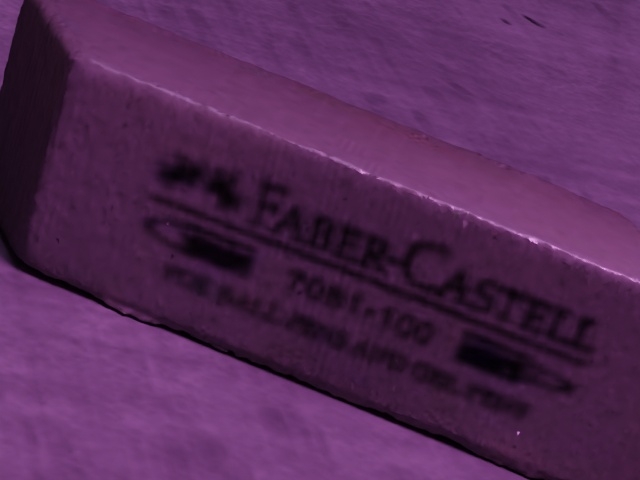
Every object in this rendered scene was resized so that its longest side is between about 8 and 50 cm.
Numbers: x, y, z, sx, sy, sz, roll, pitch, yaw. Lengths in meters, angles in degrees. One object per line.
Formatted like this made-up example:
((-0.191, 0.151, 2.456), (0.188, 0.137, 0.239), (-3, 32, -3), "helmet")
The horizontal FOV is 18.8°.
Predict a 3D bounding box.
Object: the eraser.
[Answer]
((0.000, 0.000, 0.883), (0.352, 0.111, 0.077), (22, 26, 6), "eraser")
